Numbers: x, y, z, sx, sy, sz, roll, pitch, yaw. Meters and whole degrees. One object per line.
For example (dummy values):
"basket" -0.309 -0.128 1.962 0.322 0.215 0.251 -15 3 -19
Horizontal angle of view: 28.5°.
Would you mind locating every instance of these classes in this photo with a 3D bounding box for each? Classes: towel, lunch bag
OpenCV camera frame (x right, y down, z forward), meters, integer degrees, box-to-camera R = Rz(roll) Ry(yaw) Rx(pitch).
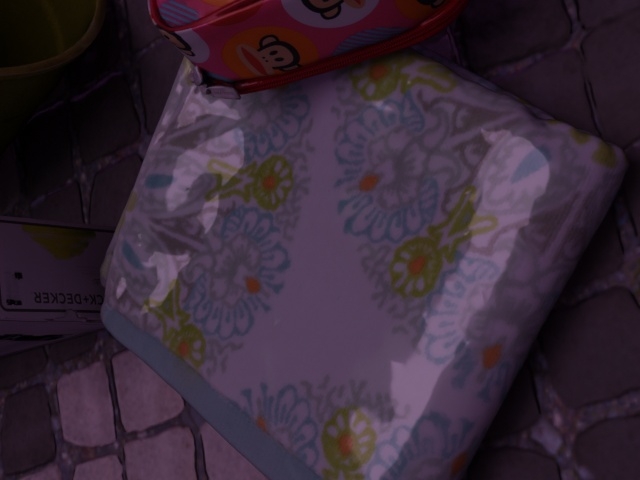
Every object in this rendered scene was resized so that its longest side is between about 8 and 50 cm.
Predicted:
"towel" 0.000 0.000 0.928 0.374 0.090 0.320 34 107 36
"lunch bag" -0.031 -0.251 0.900 0.258 0.120 0.293 -16 57 20

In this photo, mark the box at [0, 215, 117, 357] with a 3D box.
"box" -0.326 0.057 1.118 0.290 0.169 0.087 -16 78 34

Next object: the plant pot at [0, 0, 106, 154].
"plant pot" -0.437 -0.149 1.156 0.353 0.366 0.366 -53 56 35
